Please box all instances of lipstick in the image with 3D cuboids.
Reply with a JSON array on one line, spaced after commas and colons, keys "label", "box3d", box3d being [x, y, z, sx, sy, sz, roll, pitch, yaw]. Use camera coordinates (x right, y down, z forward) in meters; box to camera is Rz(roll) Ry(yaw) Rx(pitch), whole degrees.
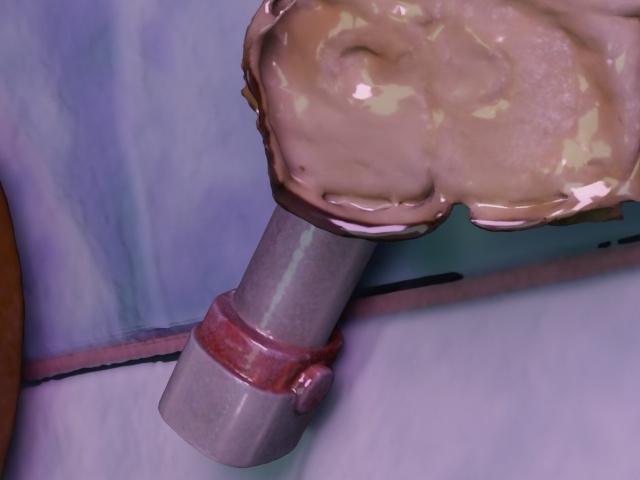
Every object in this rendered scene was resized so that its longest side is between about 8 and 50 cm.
[{"label": "lipstick", "box3d": [0.001, 0.001, 0.676, 0.057, 0.063, 0.186, 36, 114, 23]}]

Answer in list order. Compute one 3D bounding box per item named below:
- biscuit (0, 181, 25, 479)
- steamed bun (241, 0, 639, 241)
[{"label": "biscuit", "box3d": [-0.288, 0.054, 0.898, 0.350, 0.070, 0.394, 42, 121, 25]}, {"label": "steamed bun", "box3d": [0.067, -0.097, 0.567, 0.192, 0.106, 0.178, -4, 112, 13]}]
